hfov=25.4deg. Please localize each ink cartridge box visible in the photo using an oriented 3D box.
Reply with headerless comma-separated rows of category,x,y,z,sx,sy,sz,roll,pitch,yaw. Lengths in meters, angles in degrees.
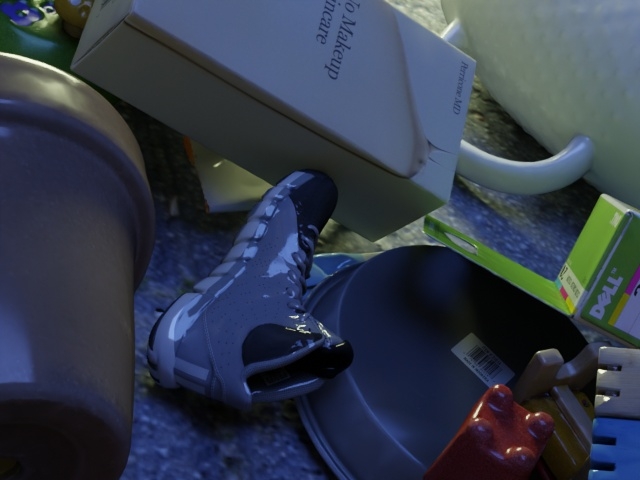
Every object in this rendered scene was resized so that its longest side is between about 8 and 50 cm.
ink cartridge box,0.216,0.008,1.141,0.255,0.097,0.189,28,8,2

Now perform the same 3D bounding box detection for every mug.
mug,0.262,-0.192,1.459,0.374,0.276,0.328,-40,65,-18

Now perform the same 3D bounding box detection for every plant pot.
plant pot,-0.208,0.055,0.851,0.263,0.263,0.229,3,42,-29

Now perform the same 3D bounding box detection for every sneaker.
sneaker,-0.017,0.047,1.084,0.132,0.086,0.228,23,56,24

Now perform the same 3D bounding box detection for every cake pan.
cake pan,0.117,0.116,1.141,0.293,0.054,0.293,18,43,-17

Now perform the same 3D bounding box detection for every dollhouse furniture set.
dollhouse furniture set,0.184,0.262,0.956,0.201,0.152,0.374,-3,48,-35

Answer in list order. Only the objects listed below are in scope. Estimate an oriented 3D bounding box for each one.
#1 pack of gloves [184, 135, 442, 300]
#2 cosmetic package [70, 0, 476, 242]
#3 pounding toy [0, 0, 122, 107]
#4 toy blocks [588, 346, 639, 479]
pack of gloves,0.000,0.000,1.242,0.232,0.046,0.195,0,61,-32
cosmetic package,-0.031,-0.145,1.171,0.309,0.113,0.160,28,57,-25
pounding toy,-0.242,-0.190,1.236,0.183,0.110,0.237,21,38,-10
toy blocks,0.279,0.138,0.875,0.261,0.190,0.381,3,55,14
